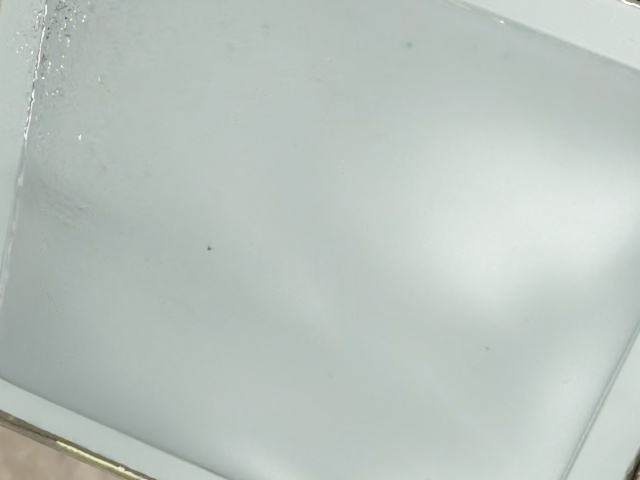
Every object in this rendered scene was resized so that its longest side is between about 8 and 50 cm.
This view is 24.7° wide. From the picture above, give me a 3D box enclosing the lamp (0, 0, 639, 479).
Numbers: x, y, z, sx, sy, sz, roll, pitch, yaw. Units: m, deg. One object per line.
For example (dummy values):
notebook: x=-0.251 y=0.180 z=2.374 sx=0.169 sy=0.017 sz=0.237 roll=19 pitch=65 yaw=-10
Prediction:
lamp: x=0.000 y=0.000 z=0.504 sx=0.269 sy=0.267 sz=0.047 roll=23 pitch=33 yaw=8
